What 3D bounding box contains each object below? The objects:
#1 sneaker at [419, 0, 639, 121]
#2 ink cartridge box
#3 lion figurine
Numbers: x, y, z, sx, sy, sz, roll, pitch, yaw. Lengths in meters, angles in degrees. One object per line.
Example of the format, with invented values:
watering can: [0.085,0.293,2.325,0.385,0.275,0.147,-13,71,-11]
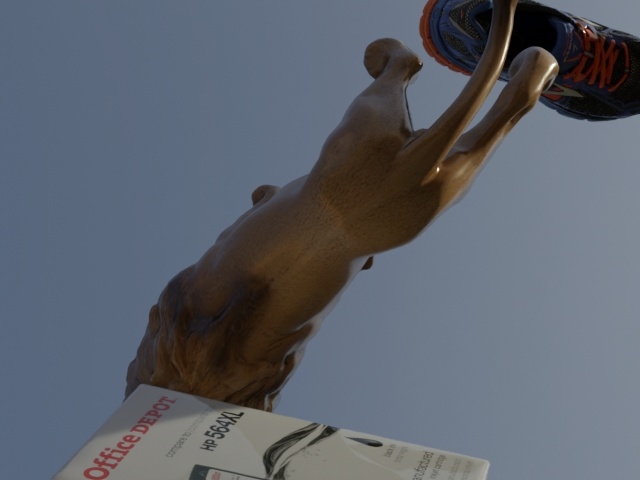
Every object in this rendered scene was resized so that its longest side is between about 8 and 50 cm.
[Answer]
sneaker: [0.191,-0.147,1.237,0.221,0.087,0.083,11,-90,-14]
ink cartridge box: [-0.027,0.154,0.790,0.203,0.148,0.086,12,-73,10]
lion figurine: [0.000,0.000,1.001,0.142,0.240,0.392,34,-51,2]
